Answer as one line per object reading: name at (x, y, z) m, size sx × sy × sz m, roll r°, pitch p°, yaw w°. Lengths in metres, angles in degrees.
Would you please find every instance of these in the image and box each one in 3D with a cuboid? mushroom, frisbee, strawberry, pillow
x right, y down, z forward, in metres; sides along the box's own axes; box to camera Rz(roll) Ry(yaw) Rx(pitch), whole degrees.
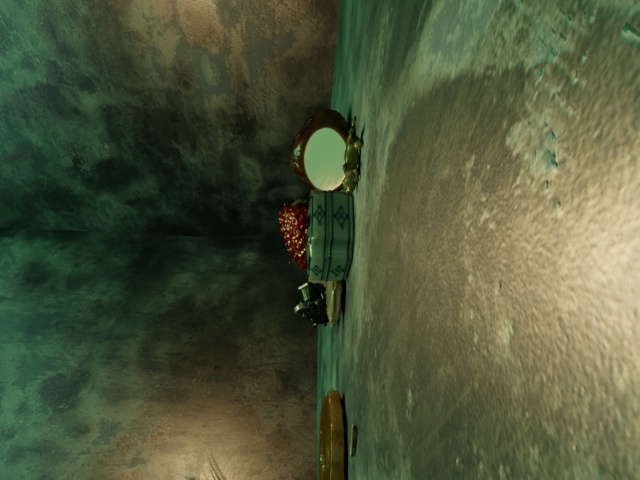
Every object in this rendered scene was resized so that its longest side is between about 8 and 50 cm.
mushroom at (0.027, -0.368, 1.674) m, size 0.345 × 0.260 × 0.345 m, roll -14°, pitch 74°, yaw 59°
frisbee at (0.023, -0.290, 1.459) m, size 0.251 × 0.021 × 0.250 m, roll 14°, pitch 110°, yaw 43°
strawberry at (-0.047, -0.011, 1.742) m, size 0.292 × 0.292 × 0.343 m, roll -100°, pitch 16°, yaw -79°
pillow at (0.054, 0.196, 1.587) m, size 0.270 × 0.067 × 0.173 m, roll -89°, pitch 3°, yaw -71°

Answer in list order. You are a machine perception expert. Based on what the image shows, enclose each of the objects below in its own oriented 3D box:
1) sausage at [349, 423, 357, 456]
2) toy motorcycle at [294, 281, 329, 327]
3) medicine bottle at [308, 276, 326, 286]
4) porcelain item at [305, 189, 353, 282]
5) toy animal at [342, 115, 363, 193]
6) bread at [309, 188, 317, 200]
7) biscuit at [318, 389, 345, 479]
sausage at (0.085, 0.520, 1.052) m, size 0.015 × 0.015 × 0.100 m, roll -98°, pitch 10°, yaw -77°
toy motorcycle at (-0.016, 0.255, 1.706) m, size 0.275 × 0.127 × 0.205 m, roll 42°, pitch -154°, yaw -54°
medicine bottle at (-0.005, 0.143, 2.237) m, size 0.236 × 0.139 × 0.139 m, roll -90°, pitch 3°, yaw -55°
porcelain item at (0.026, -0.014, 1.439) m, size 0.281 × 0.157 × 0.285 m, roll 99°, pitch 172°, yaw -61°
toy animal at (0.093, -0.254, 1.234) m, size 0.099 × 0.057 × 0.241 m, roll -93°, pitch 6°, yaw -72°
bread at (0.013, -0.103, 2.002) m, size 0.077 × 0.138 × 0.361 m, roll 46°, pitch -141°, yaw -50°
biscuit at (0.040, 0.713, 1.361) m, size 0.365 × 0.062 × 0.385 m, roll 99°, pitch 174°, yaw -50°
